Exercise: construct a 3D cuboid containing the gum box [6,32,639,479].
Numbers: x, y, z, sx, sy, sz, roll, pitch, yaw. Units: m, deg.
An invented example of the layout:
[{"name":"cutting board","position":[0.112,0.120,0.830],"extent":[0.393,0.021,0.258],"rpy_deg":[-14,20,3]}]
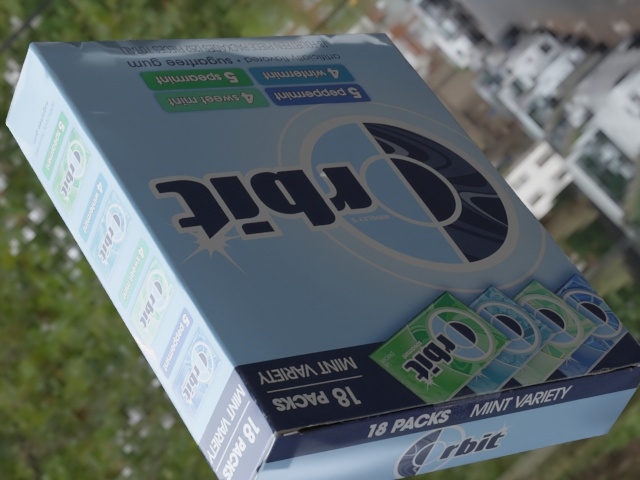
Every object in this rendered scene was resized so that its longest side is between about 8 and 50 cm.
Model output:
[{"name":"gum box","position":[0.000,0.000,0.620],"extent":[0.157,0.041,0.184],"rpy_deg":[-6,-134,-36]}]
